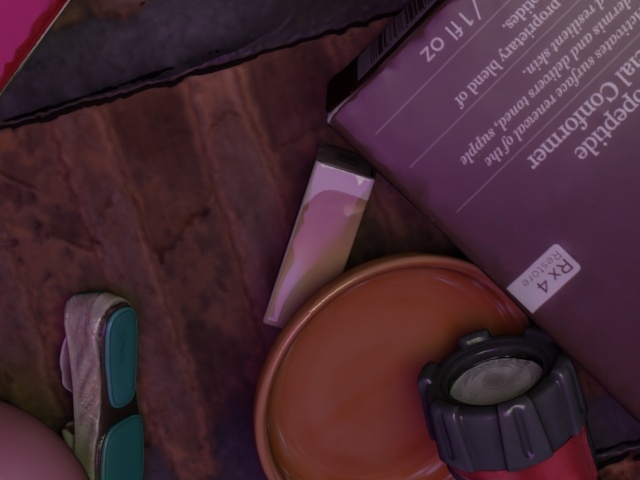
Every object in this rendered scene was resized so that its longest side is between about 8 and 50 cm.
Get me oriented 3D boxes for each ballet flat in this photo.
[{"bbox_3d":[-0.151,0.114,1.158,0.052,0.057,0.168,9,104,30],"label":"ballet flat"}]

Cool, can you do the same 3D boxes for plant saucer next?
[{"bbox_3d":[0.046,0.096,1.108,0.200,0.037,0.200,-10,117,-20],"label":"plant saucer"}]

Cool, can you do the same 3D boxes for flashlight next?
[{"bbox_3d":[0.147,0.205,1.112,0.103,0.103,0.304,14,130,45],"label":"flashlight"}]

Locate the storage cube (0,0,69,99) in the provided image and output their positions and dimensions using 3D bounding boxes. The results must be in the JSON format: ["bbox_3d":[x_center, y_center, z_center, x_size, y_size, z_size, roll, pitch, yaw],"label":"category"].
[{"bbox_3d":[-0.211,-0.213,0.985,0.193,0.215,0.184,35,104,-12],"label":"storage cube"}]

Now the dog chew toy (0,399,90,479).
[{"bbox_3d":[-0.228,0.267,1.125,0.206,0.206,0.332,-8,119,5],"label":"dog chew toy"}]

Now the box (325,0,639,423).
[{"bbox_3d":[0.200,-0.022,1.050,0.381,0.143,0.191,42,103,-10],"label":"box"}]

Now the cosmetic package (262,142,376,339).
[{"bbox_3d":[0.000,0.000,1.107,0.041,0.060,0.115,18,107,-2],"label":"cosmetic package"}]
